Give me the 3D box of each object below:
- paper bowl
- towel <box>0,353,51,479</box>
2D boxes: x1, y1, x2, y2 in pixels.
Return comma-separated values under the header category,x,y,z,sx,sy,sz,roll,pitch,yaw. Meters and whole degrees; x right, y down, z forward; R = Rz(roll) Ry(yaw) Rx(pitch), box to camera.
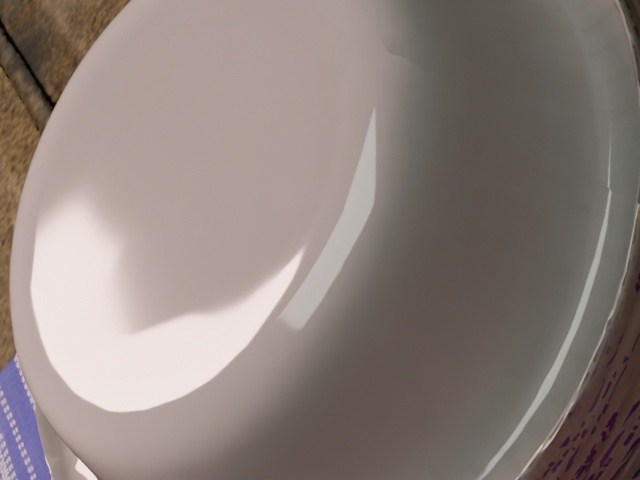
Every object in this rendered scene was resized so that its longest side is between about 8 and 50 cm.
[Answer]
category,x,y,z,sx,sy,sz,roll,pitch,yaw
paper bowl,0.000,0.000,0.531,0.284,0.148,0.284,-21,57,37
towel,-0.068,0.050,0.721,0.336,0.040,0.243,-50,38,12
